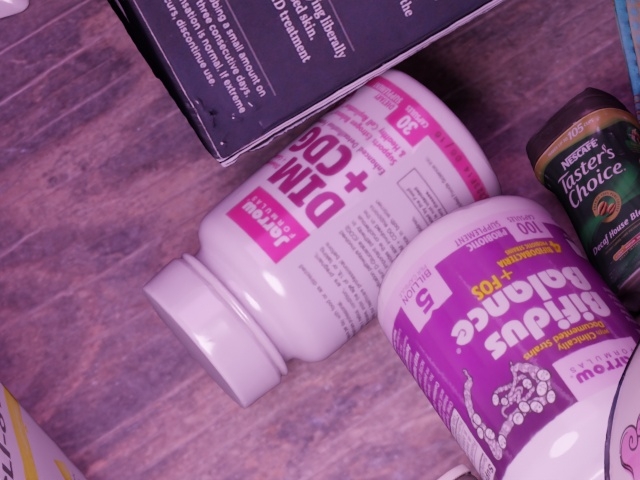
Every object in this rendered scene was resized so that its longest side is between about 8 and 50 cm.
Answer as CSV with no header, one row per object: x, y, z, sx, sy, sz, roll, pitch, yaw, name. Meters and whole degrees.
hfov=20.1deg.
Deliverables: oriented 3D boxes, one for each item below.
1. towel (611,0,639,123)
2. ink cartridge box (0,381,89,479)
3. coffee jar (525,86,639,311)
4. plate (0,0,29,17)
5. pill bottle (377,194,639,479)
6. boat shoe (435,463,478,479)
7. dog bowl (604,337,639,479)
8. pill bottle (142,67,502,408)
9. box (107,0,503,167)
0.397,-0.225,1.608,0.272,0.040,0.370,-11,57,11,towel
-0.265,0.259,1.301,0.160,0.384,0.279,-18,56,6,ink cartridge box
0.246,-0.037,1.505,0.096,0.079,0.184,-45,51,26,coffee jar
-0.458,-0.333,1.897,0.277,0.045,0.278,-15,67,8,plate
0.182,0.121,1.383,0.169,0.169,0.301,-32,56,-4,pill bottle
0.023,0.318,1.357,0.095,0.112,0.335,42,83,14,boat shoe
0.404,0.145,1.202,0.408,0.150,0.408,2,61,-4,dog bowl
0.000,0.000,1.515,0.283,0.160,0.160,-41,57,-10,pill bottle
-0.012,-0.385,1.598,0.472,0.297,0.480,-30,36,-5,box
